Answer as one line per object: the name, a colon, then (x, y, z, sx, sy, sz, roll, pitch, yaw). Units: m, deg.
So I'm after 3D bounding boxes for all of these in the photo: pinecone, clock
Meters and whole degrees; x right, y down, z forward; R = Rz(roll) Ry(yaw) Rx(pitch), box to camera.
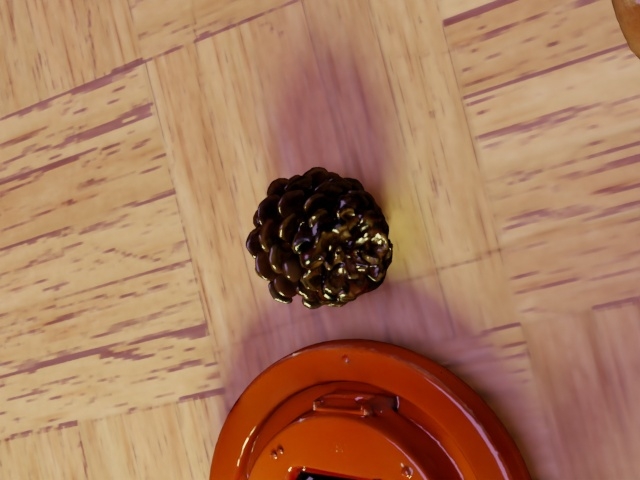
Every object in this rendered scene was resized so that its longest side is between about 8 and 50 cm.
pinecone: (0.000, 0.000, 0.762, 0.077, 0.083, 0.077, 0, 92, -9)
clock: (0.023, 0.154, 0.781, 0.205, 0.051, 0.205, 5, 98, 35)

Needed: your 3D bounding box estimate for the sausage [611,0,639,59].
sausage: (0.128, -0.169, 0.678, 0.043, 0.043, 0.186, -29, 79, 33)
